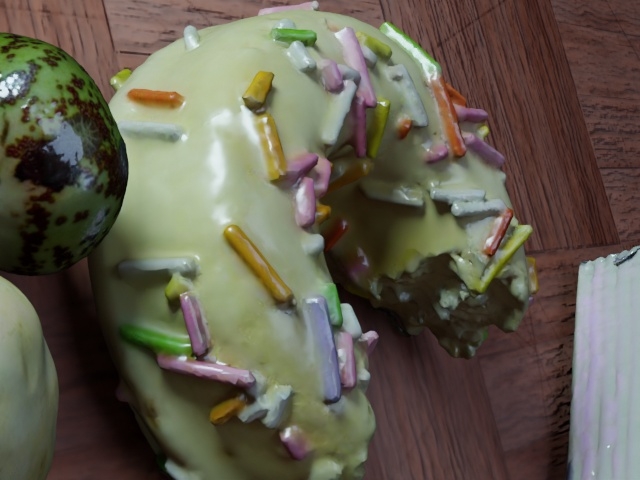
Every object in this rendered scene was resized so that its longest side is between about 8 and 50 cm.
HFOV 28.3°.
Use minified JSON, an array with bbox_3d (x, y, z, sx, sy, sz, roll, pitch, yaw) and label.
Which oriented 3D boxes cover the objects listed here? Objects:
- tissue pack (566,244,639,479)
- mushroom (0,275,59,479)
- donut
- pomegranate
[{"bbox_3d":[0.331,0.196,1.168,0.242,0.125,0.344,40,46,-33],"label":"tissue pack"},{"bbox_3d":[-0.174,0.075,0.547,0.148,0.112,0.148,6,90,-84],"label":"mushroom"},{"bbox_3d":[0.001,-0.009,0.838,0.371,0.150,0.307,-32,99,-51],"label":"donut"},{"bbox_3d":[-0.175,-0.027,0.653,0.138,0.125,0.163,24,70,8],"label":"pomegranate"}]
